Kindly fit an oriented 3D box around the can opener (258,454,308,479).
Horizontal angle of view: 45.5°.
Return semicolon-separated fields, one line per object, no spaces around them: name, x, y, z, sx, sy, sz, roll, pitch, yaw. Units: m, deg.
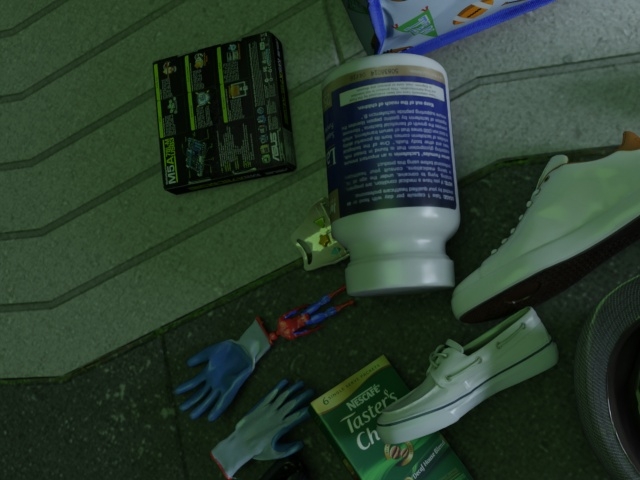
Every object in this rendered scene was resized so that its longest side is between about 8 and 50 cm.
can opener;-0.080;0.338;0.945;0.059;0.073;0.186;44;106;11

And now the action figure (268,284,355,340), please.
action figure;-0.014;0.096;0.966;0.115;0.030;0.038;-27;79;-2

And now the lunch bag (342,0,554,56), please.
lunch bag;0.180;-0.436;0.886;0.386;0.239;0.327;-20;75;-2

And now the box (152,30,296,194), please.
box;-0.134;-0.172;1.044;0.184;0.045;0.190;-11;80;19

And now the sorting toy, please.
sorting toy;0.000;0.000;0.977;0.075;0.045;0.083;-31;74;19

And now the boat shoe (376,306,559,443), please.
boat shoe;0.155;0.146;0.860;0.226;0.083;0.075;-25;92;-12

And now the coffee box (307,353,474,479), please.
coffee box;0.080;0.238;0.891;0.113;0.040;0.184;-29;72;-16

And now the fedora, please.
fedora;0.389;0.152;0.778;0.244;0.124;0.275;-25;84;16

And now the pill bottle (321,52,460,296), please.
pill bottle;0.084;-0.070;0.898;0.153;0.153;0.264;-7;79;17

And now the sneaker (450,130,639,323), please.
sneaker;0.261;-0.015;0.870;0.290;0.106;0.123;-33;60;6

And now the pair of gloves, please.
pair of gloves;-0.096;0.201;0.966;0.159;0.023;0.198;-42;57;5
